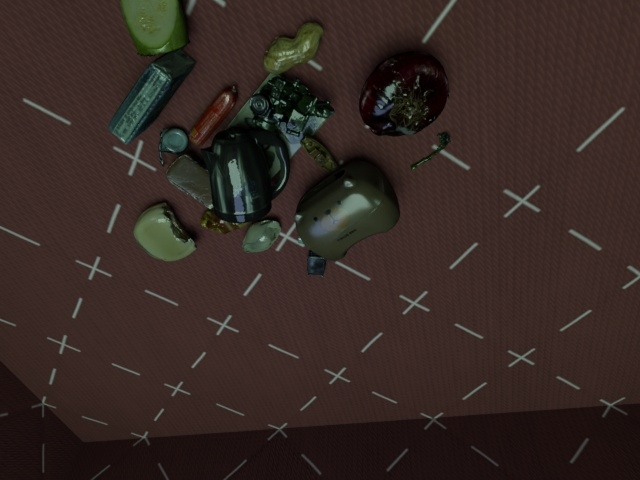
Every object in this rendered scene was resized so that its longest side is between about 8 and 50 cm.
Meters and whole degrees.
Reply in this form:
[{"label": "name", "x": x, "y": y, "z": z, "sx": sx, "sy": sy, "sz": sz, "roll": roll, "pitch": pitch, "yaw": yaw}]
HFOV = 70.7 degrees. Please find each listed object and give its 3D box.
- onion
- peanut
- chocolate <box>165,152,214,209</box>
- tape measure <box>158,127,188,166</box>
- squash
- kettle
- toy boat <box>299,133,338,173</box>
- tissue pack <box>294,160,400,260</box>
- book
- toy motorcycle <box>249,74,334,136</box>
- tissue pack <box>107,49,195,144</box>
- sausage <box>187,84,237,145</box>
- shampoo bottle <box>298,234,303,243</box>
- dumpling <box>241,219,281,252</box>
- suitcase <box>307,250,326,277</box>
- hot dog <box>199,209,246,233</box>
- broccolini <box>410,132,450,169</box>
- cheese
[{"label": "onion", "x": 0.272, "y": -0.483, "z": 1.496, "sx": 0.313, "sy": 0.233, "sz": 0.314, "roll": -12, "pitch": 145, "yaw": -8}, {"label": "peanut", "x": -0.089, "y": -0.628, "z": 1.487, "sx": 0.229, "sy": 0.098, "sz": 0.103, "roll": -21, "pitch": 147, "yaw": 16}, {"label": "chocolate", "x": -0.487, "y": -0.252, "z": 1.814, "sx": 0.161, "sy": 0.083, "sz": 0.261, "roll": -34, "pitch": 127, "yaw": 23}, {"label": "tape measure", "x": -0.579, "y": -0.365, "z": 1.767, "sx": 0.106, "sy": 0.105, "sz": 0.180, "roll": 4, "pitch": 163, "yaw": -22}, {"label": "squash", "x": -0.525, "y": -0.728, "z": 1.391, "sx": 0.189, "sy": 0.189, "sz": 0.261, "roll": -3, "pitch": 130, "yaw": 7}, {"label": "kettle", "x": -0.266, "y": -0.267, "z": 1.678, "sx": 0.320, "sy": 0.228, "sz": 0.325, "roll": -12, "pitch": 125, "yaw": -14}, {"label": "toy boat", "x": -0.006, "y": -0.320, "z": 1.696, "sx": 0.064, "sy": 0.072, "sz": 0.206, "roll": -32, "pitch": 137, "yaw": 22}, {"label": "tissue pack", "x": 0.086, "y": -0.124, "z": 1.739, "sx": 0.386, "sy": 0.268, "sz": 0.277, "roll": -30, "pitch": 123, "yaw": 27}, {"label": "book", "x": -0.187, "y": -0.415, "z": 1.690, "sx": 0.260, "sy": 0.043, "sz": 0.371, "roll": 37, "pitch": 122, "yaw": -20}, {"label": "toy motorcycle", "x": -0.103, "y": -0.446, "z": 1.553, "sx": 0.274, "sy": 0.127, "sz": 0.205, "roll": 26, "pitch": 122, "yaw": -7}, {"label": "tissue pack", "x": -0.577, "y": -0.497, "z": 1.545, "sx": 0.103, "sy": 0.228, "sz": 0.315, "roll": 41, "pitch": 121, "yaw": -18}, {"label": "sausage", "x": -0.385, "y": -0.461, "z": 1.651, "sx": 0.074, "sy": 0.074, "sz": 0.274, "roll": 38, "pitch": 121, "yaw": -22}, {"label": "shampoo bottle", "x": 0.000, "y": 0.000, "z": 1.979, "sx": 0.194, "sy": 0.056, "sz": 0.056, "roll": 9, "pitch": 127, "yaw": -3}, {"label": "dumpling", "x": -0.246, "y": -0.013, "z": 1.968, "sx": 0.180, "sy": 0.112, "sz": 0.155, "roll": -11, "pitch": 157, "yaw": 21}, {"label": "suitcase", "x": -0.018, "y": 0.105, "z": 2.056, "sx": 0.085, "sy": 0.059, "sz": 0.126, "roll": 3, "pitch": 127, "yaw": 1}, {"label": "hot dog", "x": -0.405, "y": -0.090, "z": 1.922, "sx": 0.261, "sy": 0.093, "sz": 0.123, "roll": -20, "pitch": 124, "yaw": 19}, {"label": "broccolini", "x": 0.422, "y": -0.327, "z": 1.704, "sx": 0.052, "sy": 0.054, "sz": 0.194, "roll": 17, "pitch": 131, "yaw": -32}, {"label": "cheese", "x": -0.672, "y": -0.030, "z": 1.971, "sx": 0.233, "sy": 0.127, "sz": 0.266, "roll": -20, "pitch": 124, "yaw": 19}]
